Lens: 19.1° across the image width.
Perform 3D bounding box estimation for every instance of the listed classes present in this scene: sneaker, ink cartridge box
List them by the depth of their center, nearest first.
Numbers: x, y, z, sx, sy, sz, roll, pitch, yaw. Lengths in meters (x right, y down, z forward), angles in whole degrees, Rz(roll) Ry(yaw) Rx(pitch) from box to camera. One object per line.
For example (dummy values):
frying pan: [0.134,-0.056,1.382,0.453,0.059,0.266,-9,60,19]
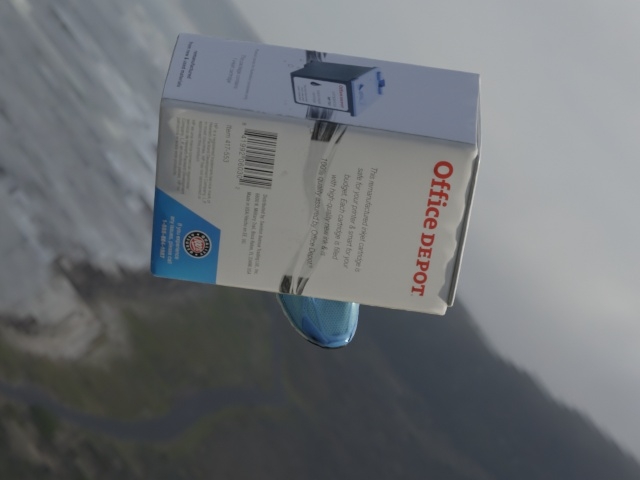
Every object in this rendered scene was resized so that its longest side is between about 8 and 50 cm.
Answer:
ink cartridge box: [-0.004,-0.040,1.173,0.082,0.190,0.140,-84,-178,-50]
sneaker: [0.000,0.000,1.336,0.073,0.063,0.162,-147,-130,-73]
